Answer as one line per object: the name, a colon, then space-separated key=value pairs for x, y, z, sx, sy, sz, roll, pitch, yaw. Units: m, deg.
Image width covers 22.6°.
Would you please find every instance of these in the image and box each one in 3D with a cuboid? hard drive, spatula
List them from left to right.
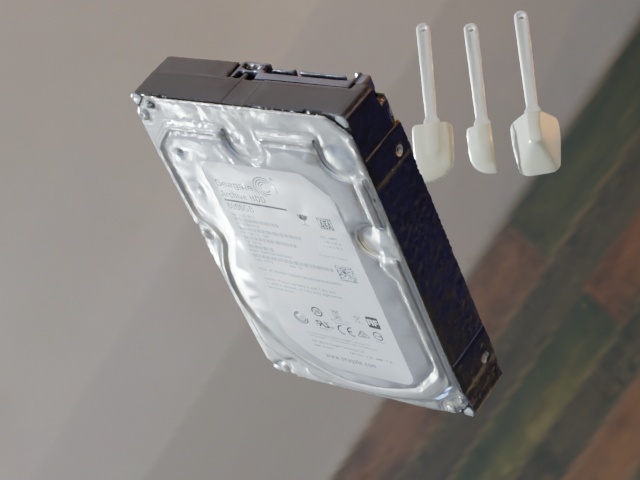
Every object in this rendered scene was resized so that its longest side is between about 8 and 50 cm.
hard drive: x=0.000 y=0.000 z=1.368 sx=0.064 sy=0.237 sz=0.339 roll=-51 pitch=-46 yaw=-32
spatula: x=0.190 y=-0.170 z=1.880 sx=0.168 sy=0.242 sz=0.019 roll=-7 pitch=-36 yaw=9
